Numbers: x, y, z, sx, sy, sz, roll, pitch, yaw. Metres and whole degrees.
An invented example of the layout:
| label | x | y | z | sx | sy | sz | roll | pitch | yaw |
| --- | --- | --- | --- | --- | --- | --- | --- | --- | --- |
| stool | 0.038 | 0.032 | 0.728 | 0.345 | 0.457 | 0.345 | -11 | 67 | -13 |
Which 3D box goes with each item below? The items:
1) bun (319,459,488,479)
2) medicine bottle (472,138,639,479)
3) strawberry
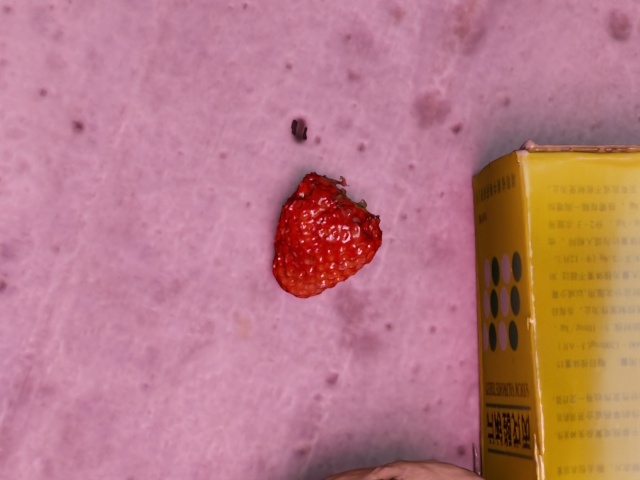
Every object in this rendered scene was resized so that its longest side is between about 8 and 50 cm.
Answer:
| label | x | y | z | sx | sy | sz | roll | pitch | yaw |
| --- | --- | --- | --- | --- | --- | --- | --- | --- | --- |
| bun | 0.047 | 0.266 | 0.922 | 0.259 | 0.160 | 0.259 | 0 | 89 | 12 |
| medicine bottle | 0.178 | 0.065 | 0.981 | 0.141 | 0.137 | 0.250 | -1 | 85 | -13 |
| strawberry | 0.000 | 0.000 | 0.983 | 0.073 | 0.073 | 0.083 | 37 | 94 | -8 |
